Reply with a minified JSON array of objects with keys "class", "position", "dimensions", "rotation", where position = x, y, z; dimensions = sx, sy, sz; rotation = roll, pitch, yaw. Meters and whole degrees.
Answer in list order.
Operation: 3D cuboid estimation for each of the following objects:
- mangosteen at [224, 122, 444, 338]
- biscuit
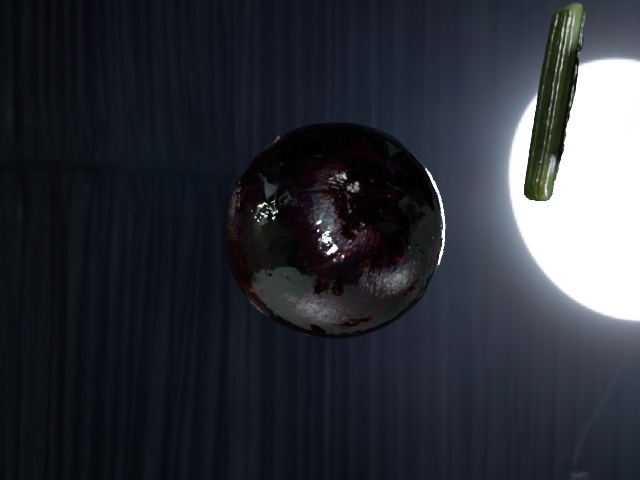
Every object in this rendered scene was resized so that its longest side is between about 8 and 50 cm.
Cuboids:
[{"class":"mangosteen","position":[0.000,0.000,0.785],"dimensions":[0.211,0.211,0.250],"rotation":[1,-18,-25]},{"class":"biscuit","position":[0.372,-0.221,1.302],"dimensions":[0.038,0.322,0.099],"rotation":[7,7,-8]}]
